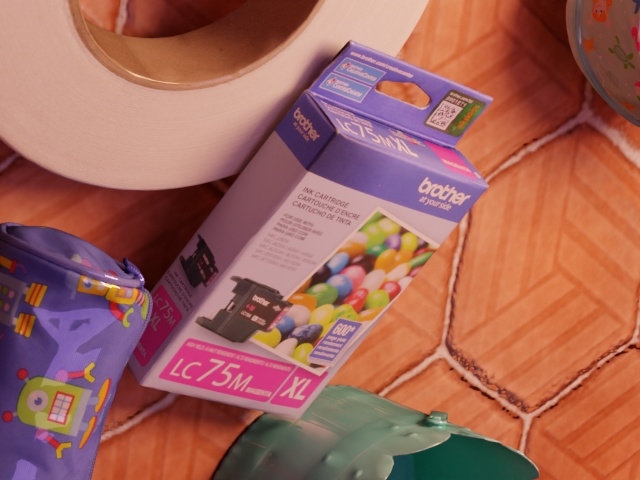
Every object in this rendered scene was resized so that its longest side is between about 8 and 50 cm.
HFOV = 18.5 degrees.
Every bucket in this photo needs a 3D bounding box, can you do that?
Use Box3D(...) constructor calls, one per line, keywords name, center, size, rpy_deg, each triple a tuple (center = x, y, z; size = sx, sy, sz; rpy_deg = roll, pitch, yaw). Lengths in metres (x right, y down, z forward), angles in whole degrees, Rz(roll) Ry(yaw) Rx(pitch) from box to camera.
Box3D(name="bucket", center=(0.044, 0.262, 1.653), size=(0.281, 0.183, 0.281), rpy_deg=(-14, 115, -33))

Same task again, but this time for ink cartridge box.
Box3D(name="ink cartridge box", center=(0.000, 0.000, 1.523), size=(0.186, 0.065, 0.311), rpy_deg=(18, 116, -46))

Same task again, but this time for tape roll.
Box3D(name="tape roll", center=(-0.090, -0.212, 1.372), size=(0.392, 0.072, 0.392), rpy_deg=(-17, 133, -19))

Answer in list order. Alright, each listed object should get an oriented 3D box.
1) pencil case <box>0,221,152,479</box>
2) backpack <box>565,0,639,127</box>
Box3D(name="pencil case", center=(-0.215, 0.142, 1.450), size=(0.133, 0.119, 0.306), rpy_deg=(14, 98, -16))
Box3D(name="backpack", center=(0.327, -0.215, 1.689), size=(0.225, 0.191, 0.253), rpy_deg=(36, 76, -37))
